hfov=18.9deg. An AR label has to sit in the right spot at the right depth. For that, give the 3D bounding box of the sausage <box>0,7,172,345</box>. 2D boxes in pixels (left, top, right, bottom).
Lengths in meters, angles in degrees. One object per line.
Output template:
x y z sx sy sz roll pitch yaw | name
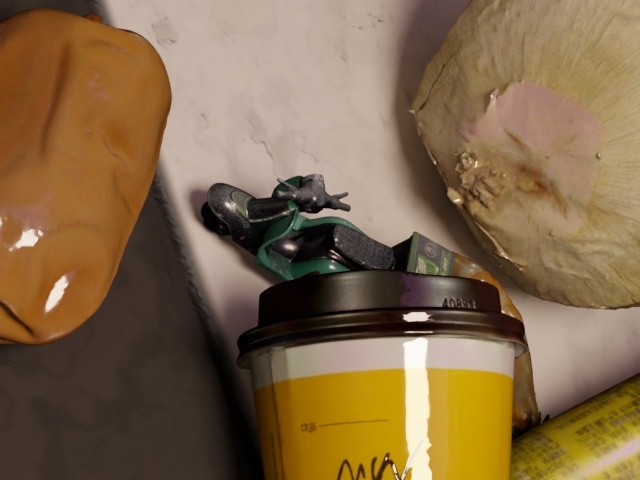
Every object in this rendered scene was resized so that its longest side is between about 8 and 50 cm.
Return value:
-0.176 -0.047 1.206 0.136 0.120 0.241 45 47 -29 | sausage

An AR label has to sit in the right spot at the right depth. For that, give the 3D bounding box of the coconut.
0.221 -0.091 1.434 0.254 0.297 0.297 -13 78 -56 | coconut

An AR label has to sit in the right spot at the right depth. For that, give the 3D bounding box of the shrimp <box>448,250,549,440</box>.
0.123 0.086 1.414 0.042 0.101 0.190 -37 116 -27 | shrimp

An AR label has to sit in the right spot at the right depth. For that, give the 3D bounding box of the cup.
0.046 0.161 1.254 0.196 0.196 0.280 6 74 -37 | cup

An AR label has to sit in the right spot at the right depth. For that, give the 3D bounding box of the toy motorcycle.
0.000 0.000 1.340 0.173 0.100 0.058 30 54 -27 | toy motorcycle

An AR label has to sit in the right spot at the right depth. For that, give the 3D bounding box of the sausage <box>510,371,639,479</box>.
0.230 0.164 1.382 0.347 0.123 0.123 -26 87 -17 | sausage
